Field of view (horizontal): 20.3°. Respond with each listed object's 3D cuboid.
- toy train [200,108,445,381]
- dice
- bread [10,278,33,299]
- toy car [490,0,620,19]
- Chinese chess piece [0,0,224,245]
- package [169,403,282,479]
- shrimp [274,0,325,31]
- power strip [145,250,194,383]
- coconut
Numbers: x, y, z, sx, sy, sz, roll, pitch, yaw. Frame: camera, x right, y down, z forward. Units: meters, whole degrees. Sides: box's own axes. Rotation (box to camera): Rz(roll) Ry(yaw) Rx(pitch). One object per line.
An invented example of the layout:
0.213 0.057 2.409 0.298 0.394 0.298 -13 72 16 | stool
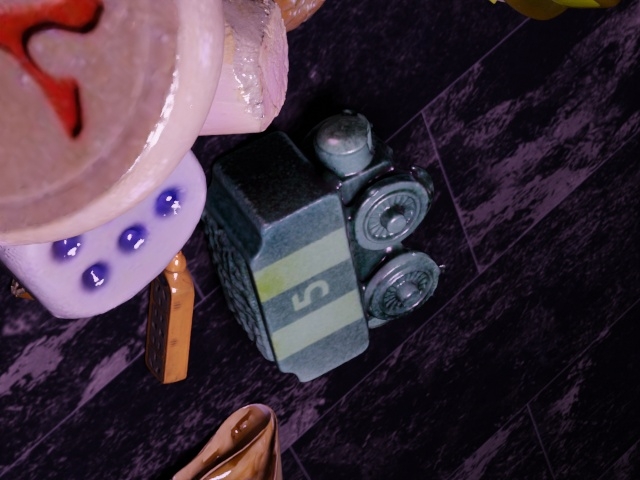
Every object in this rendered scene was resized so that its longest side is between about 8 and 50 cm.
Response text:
0.000 0.000 1.938 0.238 0.167 0.299 -27 137 -14 | toy train
-0.232 -0.059 1.606 0.193 0.192 0.194 -43 144 -9 | dice
-0.267 0.043 1.786 0.083 0.036 0.047 17 111 -49 | bread
0.273 -0.343 1.884 0.248 0.198 0.204 -56 142 6 | toy car
-0.241 -0.164 1.391 0.338 0.338 0.140 -59 177 11 | Chinese chess piece
-0.118 0.379 2.163 0.165 0.221 0.311 -2 136 4 | package
0.012 -0.314 1.754 0.145 0.061 0.267 10 110 -59 | shrimp
-0.161 0.079 1.915 0.028 0.049 0.178 -16 131 -31 | power strip
-0.114 -0.168 1.670 0.147 0.152 0.147 3 90 -75 | coconut
